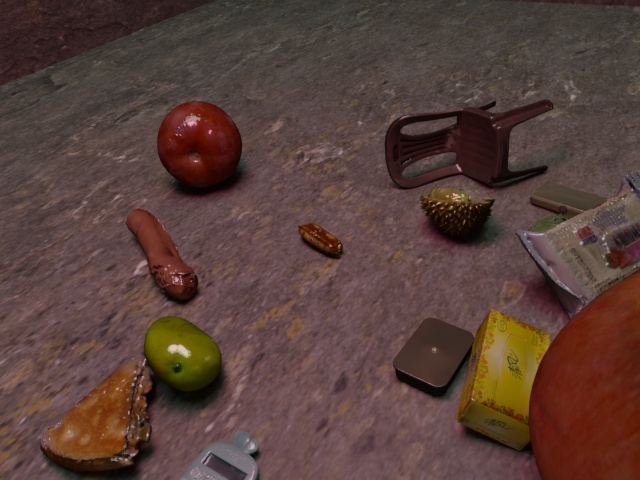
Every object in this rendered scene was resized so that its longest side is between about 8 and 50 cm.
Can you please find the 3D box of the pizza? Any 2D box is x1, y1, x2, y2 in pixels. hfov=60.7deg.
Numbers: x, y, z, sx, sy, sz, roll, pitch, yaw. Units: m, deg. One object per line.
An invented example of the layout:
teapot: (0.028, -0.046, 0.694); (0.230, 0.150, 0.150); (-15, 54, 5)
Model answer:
pizza: (-0.309, 0.255, 0.822); (0.185, 0.052, 0.195); (1, 41, 23)

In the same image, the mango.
mango: (-0.225, 0.176, 0.865); (0.117, 0.089, 0.163); (20, 3, -43)

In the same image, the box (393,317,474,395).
box: (0.177, 0.180, 0.851); (0.091, 0.031, 0.126); (18, 43, 31)

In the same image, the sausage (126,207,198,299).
sausage: (-0.329, 0.023, 1.120); (0.078, 0.078, 0.304); (-24, 41, -20)

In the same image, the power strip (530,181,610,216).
power strip: (0.527, -0.076, 1.132); (0.076, 0.028, 0.168); (-32, 41, -30)

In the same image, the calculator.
calculator: (-0.137, 0.321, 0.725); (0.095, 0.021, 0.153); (17, 43, 29)

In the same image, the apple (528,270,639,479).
apple: (0.412, 0.195, 0.528); (0.391, 0.347, 0.392); (-5, 39, 4)

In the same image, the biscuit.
biscuit: (0.488, 0.006, 0.940); (0.308, 0.079, 0.186); (-22, 76, -18)

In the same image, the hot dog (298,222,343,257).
hot dog: (0.000, 0.000, 1.124); (0.049, 0.037, 0.122); (-20, 42, -35)

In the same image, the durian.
durian: (0.276, -0.066, 1.120); (0.146, 0.103, 0.208); (6, 16, 15)

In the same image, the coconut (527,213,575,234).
coconut: (0.462, -0.013, 1.038); (0.158, 0.055, 0.133); (-29, 43, -28)

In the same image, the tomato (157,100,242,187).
tomato: (-0.297, -0.238, 1.352); (0.208, 0.208, 0.184); (-6, 30, 2)

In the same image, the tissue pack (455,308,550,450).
tissue pack: (0.262, 0.191, 0.774); (0.095, 0.062, 0.176); (24, 43, 9)

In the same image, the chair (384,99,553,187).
chair: (0.332, -0.215, 1.233); (0.326, 0.176, 0.183); (-20, 30, -22)
